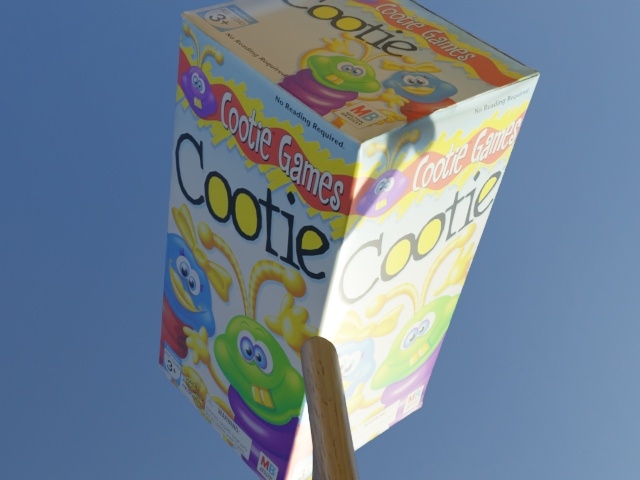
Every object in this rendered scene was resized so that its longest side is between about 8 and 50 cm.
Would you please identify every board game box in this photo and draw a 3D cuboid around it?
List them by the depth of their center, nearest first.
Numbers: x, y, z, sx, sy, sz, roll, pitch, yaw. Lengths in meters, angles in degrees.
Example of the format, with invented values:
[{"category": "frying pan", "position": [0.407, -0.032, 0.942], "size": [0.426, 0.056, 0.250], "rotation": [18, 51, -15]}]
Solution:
[{"category": "board game box", "position": [0.000, 0.000, 0.552], "size": [0.142, 0.275, 0.144], "rotation": [-25, -129, -37]}]

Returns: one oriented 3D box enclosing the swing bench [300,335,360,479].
[{"category": "swing bench", "position": [0.128, 0.157, 0.372], "size": [0.253, 0.165, 0.255], "rotation": [-3, -158, -7]}]
